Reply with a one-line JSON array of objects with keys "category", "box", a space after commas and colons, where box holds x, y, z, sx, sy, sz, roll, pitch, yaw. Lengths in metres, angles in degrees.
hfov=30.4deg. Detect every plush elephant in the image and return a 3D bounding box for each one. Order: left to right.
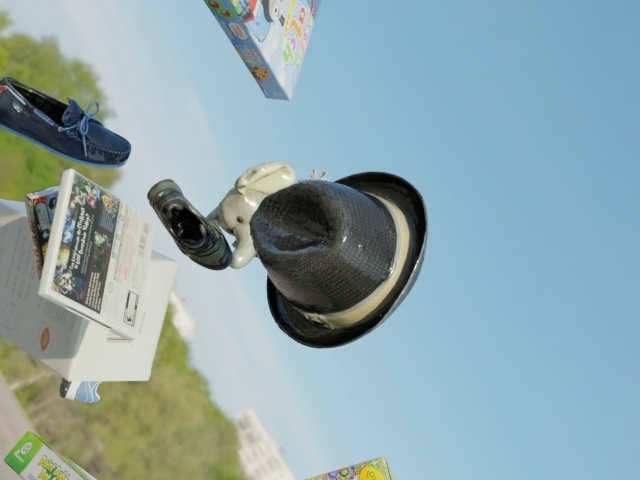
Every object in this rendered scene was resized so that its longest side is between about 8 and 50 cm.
[{"category": "plush elephant", "box": [-0.096, -0.021, 2.365, 0.272, 0.255, 0.330, 123, -33, -53]}]

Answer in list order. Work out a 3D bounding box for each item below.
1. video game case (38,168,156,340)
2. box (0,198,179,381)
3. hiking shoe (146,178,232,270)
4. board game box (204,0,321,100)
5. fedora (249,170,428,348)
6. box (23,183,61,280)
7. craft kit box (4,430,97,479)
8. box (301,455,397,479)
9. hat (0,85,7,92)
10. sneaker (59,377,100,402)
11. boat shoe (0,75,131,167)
[{"category": "video game case", "box": [-0.305, 0.021, 1.626, 0.173, 0.022, 0.190, 36, 50, -45]}, {"category": "box", "box": [-0.430, 0.081, 2.009, 0.345, 0.168, 0.215, 23, -79, 42]}, {"category": "hiking shoe", "box": [-0.233, -0.005, 2.147, 0.227, 0.086, 0.114, 49, 7, -37]}, {"category": "board game box", "box": [-0.058, -0.276, 1.301, 0.039, 0.160, 0.211, 9, -19, 20]}, {"category": "fedora", "box": [0.000, 0.000, 1.781, 0.152, 0.334, 0.334, 35, 4, -38]}, {"category": "box", "box": [-0.383, -0.015, 1.744, 0.027, 0.094, 0.137, 23, -56, 45]}, {"category": "craft kit box", "box": [-0.246, 0.357, 1.456, 0.247, 0.061, 0.250, 16, -25, 51]}, {"category": "box", "box": [0.010, 0.478, 1.705, 0.290, 0.279, 0.177, 67, 8, -56]}, {"category": "hat", "box": [-0.617, -0.166, 1.765, 0.173, 0.183, 0.208, 21, 15, 10]}, {"category": "sneaker", "box": [-0.453, 0.231, 2.389, 0.081, 0.211, 0.080, 25, 0, -21]}, {"category": "boat shoe", "box": [-0.442, -0.201, 2.024, 0.089, 0.258, 0.109, -59, -154, 27]}]
